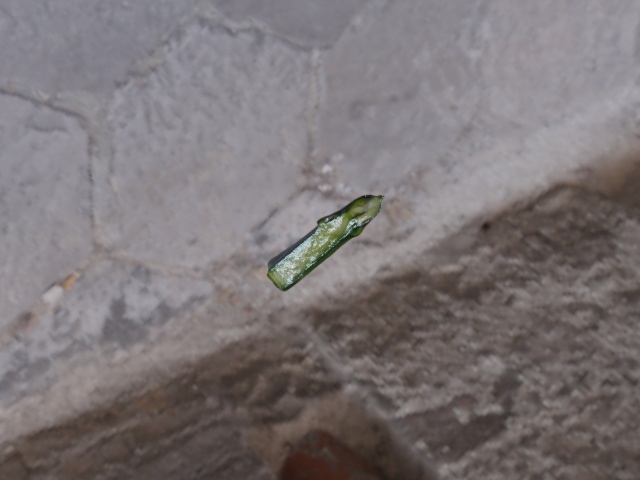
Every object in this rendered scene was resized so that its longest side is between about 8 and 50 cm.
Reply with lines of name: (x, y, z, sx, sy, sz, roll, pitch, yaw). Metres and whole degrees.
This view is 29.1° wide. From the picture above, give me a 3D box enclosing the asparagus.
asparagus: (0.001, 0.000, 0.837, 0.108, 0.025, 0.021, -38, 180, 26)
